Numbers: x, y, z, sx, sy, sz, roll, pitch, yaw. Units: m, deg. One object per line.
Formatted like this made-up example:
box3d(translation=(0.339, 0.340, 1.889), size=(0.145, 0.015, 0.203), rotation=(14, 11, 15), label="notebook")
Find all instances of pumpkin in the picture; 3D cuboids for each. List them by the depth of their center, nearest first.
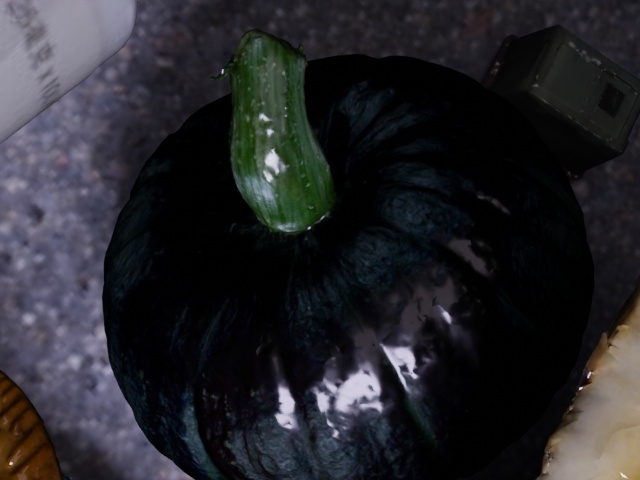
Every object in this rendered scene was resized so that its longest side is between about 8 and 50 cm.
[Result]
box3d(translation=(0.000, 0.000, 0.763), size=(0.248, 0.248, 0.248), rotation=(2, 84, -19), label="pumpkin")

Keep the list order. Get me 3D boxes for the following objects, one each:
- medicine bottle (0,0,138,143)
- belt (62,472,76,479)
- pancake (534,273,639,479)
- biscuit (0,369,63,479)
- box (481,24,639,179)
box3d(translation=(-0.203, -0.138, 0.738), size=(0.371, 0.211, 0.211), rotation=(-41, 98, -18), label="medicine bottle")
box3d(translation=(-0.130, 0.188, 0.774), size=(0.218, 0.122, 0.128), rotation=(46, 69, 0), label="belt")
box3d(translation=(0.139, 0.114, 0.756), size=(0.082, 0.387, 0.387), rotation=(35, 73, 13), label="pancake")
box3d(translation=(-0.209, 0.125, 0.709), size=(0.188, 0.027, 0.187), rotation=(-3, 63, 5), label="biscuit")
box3d(translation=(0.144, -0.084, 0.931), size=(0.085, 0.063, 0.060), rotation=(32, 76, -13), label="box")
